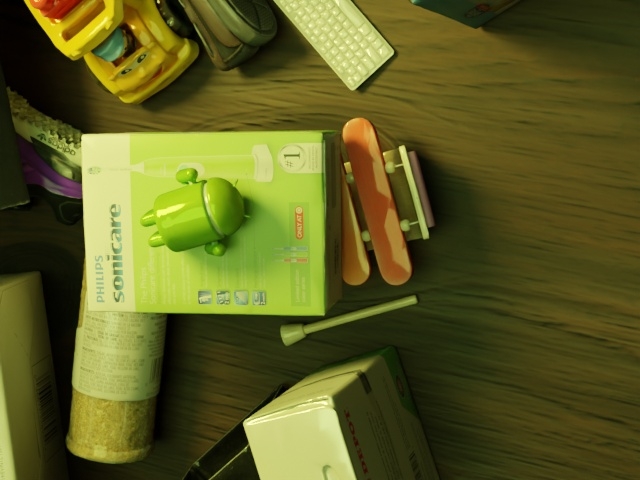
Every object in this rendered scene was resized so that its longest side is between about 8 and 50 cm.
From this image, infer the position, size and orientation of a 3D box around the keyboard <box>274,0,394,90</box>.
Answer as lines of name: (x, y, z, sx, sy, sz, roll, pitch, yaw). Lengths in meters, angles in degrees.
keyboard: (-0.015, -0.304, 1.395, 0.072, 0.014, 0.256, -42, 83, 18)

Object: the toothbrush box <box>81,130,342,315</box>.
toothbrush box: (-0.122, -0.024, 1.303, 0.283, 0.122, 0.206, 0, 97, 10)

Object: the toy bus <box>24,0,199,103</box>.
toy bus: (-0.281, -0.287, 1.385, 0.149, 0.211, 0.220, -35, 86, 18)

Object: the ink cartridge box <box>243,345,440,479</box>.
ink cartridge box: (0.034, 0.254, 1.306, 0.115, 0.273, 0.198, -18, 90, 20)

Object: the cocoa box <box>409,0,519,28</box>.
cocoa box: (0.167, -0.379, 1.147, 0.231, 0.347, 0.228, -32, 86, 19)

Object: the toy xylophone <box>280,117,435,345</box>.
toy xylophone: (0.000, 0.000, 1.390, 0.323, 0.081, 0.236, -23, 89, 20)

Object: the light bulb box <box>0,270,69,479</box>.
light bulb box: (-0.552, 0.241, 1.483, 0.361, 0.225, 0.357, -6, 94, 3)

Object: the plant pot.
plant pot: (-0.071, 0.327, 1.409, 0.167, 0.187, 0.188, 44, 108, -4)

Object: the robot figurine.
robot figurine: (-0.134, -0.028, 1.208, 0.115, 0.067, 0.101, -18, 99, 12)

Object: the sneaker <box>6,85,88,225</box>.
sneaker: (-0.425, -0.115, 1.510, 0.293, 0.102, 0.146, 30, 105, 13)

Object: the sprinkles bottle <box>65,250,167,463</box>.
sprinkles bottle: (-0.260, 0.108, 1.469, 0.121, 0.121, 0.355, 10, 99, 18)

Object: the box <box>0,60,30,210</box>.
box: (-0.665, -0.232, 1.400, 0.480, 0.297, 0.471, -3, 100, 36)

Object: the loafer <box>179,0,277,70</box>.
loafer: (-0.177, -0.346, 1.399, 0.095, 0.109, 0.302, -40, 83, 35)
